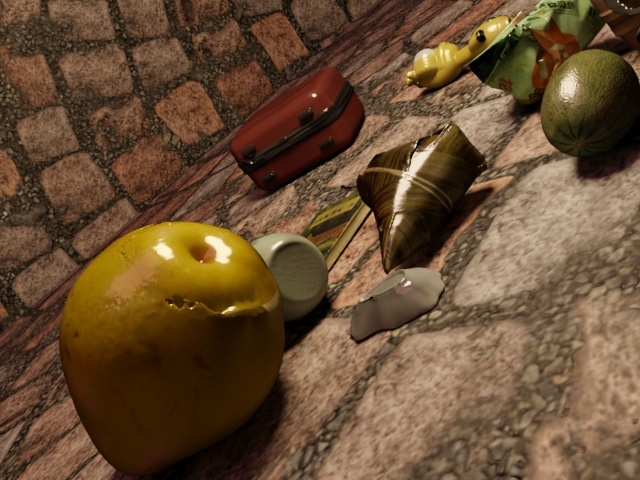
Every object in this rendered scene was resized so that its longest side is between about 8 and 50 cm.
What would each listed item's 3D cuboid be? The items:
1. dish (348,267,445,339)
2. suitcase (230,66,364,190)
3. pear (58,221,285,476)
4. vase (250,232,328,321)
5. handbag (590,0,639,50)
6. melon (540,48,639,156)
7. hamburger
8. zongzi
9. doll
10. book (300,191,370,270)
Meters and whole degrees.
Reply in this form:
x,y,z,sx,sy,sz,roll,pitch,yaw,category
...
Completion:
x,y,z,sx,sy,sz,roll,pitch,yaw,category
0.082,0.069,0.905,0.137,0.039,0.091,-31,19,16,dish
-0.053,-0.267,1.785,0.297,0.161,0.236,-28,20,28,suitcase
-0.184,0.137,0.934,0.285,0.285,0.336,-52,-13,-37,pear
-0.086,0.065,1.115,0.128,0.128,0.248,-47,12,-27,vase
0.494,-0.372,0.976,0.283,0.149,0.302,-50,11,-24,handbag
0.330,-0.169,0.908,0.114,0.114,0.167,-20,26,43,melon
0.349,-0.305,1.181,0.214,0.125,0.235,-37,-12,-28,hamburger
0.088,-0.039,1.064,0.241,0.111,0.248,-51,17,-24,zongzi
0.299,-0.390,1.557,0.117,0.086,0.291,0,-14,-41,doll
0.000,0.000,1.257,0.160,0.024,0.228,-22,24,46,book
